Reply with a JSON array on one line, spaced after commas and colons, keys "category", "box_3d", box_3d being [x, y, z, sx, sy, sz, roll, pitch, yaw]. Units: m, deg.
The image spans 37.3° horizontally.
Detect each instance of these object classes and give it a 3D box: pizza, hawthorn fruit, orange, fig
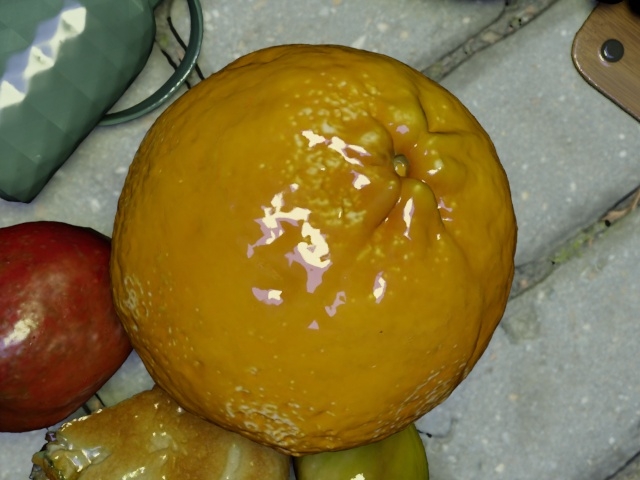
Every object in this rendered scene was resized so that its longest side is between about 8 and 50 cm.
[{"category": "pizza", "box_3d": [-0.144, 0.215, 0.843, 0.229, 0.081, 0.289, 9, 50, 2]}, {"category": "hawthorn fruit", "box_3d": [-0.246, 0.066, 0.852, 0.202, 0.185, 0.185, -27, 91, -21]}, {"category": "orange", "box_3d": [0.000, 0.000, 0.782, 0.341, 0.293, 0.340, 8, 66, -20]}, {"category": "fig", "box_3d": [0.038, 0.215, 0.882, 0.121, 0.136, 0.153, -20, 67, 16]}]

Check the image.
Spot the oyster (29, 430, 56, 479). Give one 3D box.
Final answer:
[{"category": "oyster", "box_3d": [-0.156, 0.303, 0.890, 0.355, 0.107, 0.201, 11, 56, 2]}]

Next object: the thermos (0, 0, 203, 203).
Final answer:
[{"category": "thermos", "box_3d": [-0.224, -0.170, 0.870, 0.286, 0.145, 0.182, -48, 124, -4]}]

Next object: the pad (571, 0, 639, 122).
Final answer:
[{"category": "pad", "box_3d": [0.438, -0.211, 0.974, 0.286, 0.018, 0.284, 37, 87, -1]}]

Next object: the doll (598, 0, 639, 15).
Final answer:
[{"category": "doll", "box_3d": [0.369, -0.243, 0.929, 0.219, 0.067, 0.091, 20, 98, -7]}]
